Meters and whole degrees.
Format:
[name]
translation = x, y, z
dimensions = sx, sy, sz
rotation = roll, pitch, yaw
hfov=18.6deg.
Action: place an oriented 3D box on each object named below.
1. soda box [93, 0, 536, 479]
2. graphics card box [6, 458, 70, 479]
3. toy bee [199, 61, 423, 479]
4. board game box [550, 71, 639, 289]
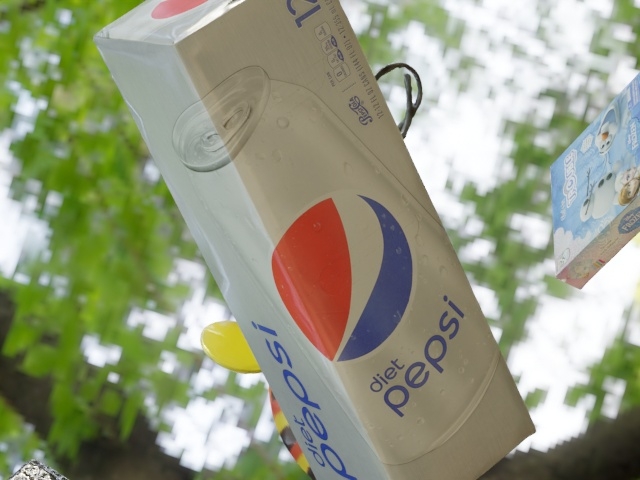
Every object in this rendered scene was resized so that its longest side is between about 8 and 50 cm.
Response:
[soda box]
translation = 0.000, 0.000, 0.986
dimensions = 0.091, 0.098, 0.286
rotation = -35, -66, -22
[graphics card box]
translation = -0.262, 0.376, 1.565
dimensions = 0.233, 0.094, 0.371
rotation = -41, -33, -36
[toy bee]
translation = 0.000, 0.022, 1.374
dimensions = 0.195, 0.162, 0.298
rotation = 13, -88, -50
[board game box]
translation = 0.157, -0.034, 1.048
dimensions = 0.090, 0.020, 0.090
rotation = -50, 24, 38
